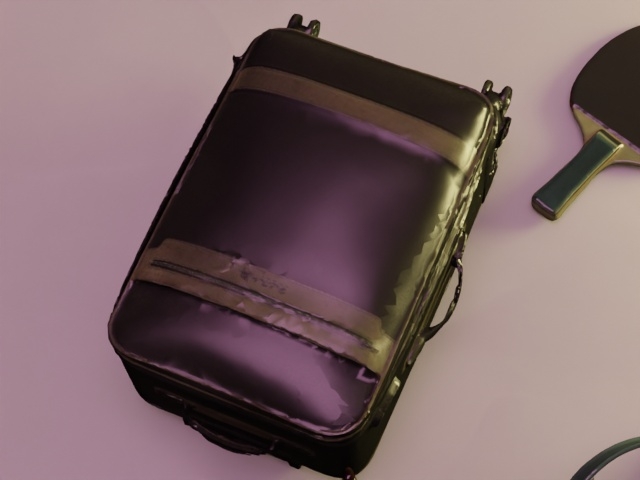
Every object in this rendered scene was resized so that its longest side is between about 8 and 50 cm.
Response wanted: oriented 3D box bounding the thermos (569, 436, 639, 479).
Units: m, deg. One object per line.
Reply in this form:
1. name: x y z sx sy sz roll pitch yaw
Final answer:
1. thermos: 0.255 0.262 1.331 0.287 0.145 0.182 -1 88 -15

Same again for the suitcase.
1. suitcase: 0.000 0.000 1.455 0.283 0.194 0.433 21 70 13

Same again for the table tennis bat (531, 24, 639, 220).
1. table tennis bat: 0.315 -0.120 1.580 0.154 0.021 0.274 39 72 20

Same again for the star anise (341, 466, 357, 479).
1. star anise: 0.020 0.270 1.371 0.177 0.073 0.234 -35 95 -14
